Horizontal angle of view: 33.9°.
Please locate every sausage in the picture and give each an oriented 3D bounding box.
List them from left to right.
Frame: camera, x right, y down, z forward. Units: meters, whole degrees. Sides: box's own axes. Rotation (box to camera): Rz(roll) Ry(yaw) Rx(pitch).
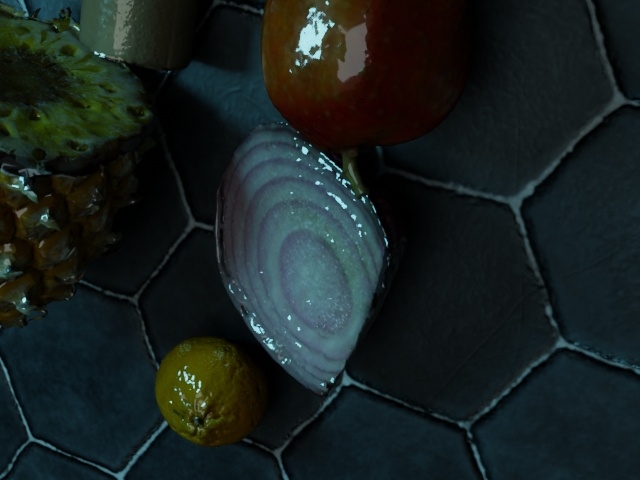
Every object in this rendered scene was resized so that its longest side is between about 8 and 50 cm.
[{"bbox_3d":[-0.175,-0.309,1.076,0.123,0.123,0.252,20,112,20],"label":"sausage"}]

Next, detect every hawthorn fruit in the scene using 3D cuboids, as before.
[{"bbox_3d":[0.039,-0.165,0.957,0.205,0.205,0.253,5,82,25],"label":"hawthorn fruit"}]

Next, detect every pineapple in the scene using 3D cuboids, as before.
[{"bbox_3d":[-0.359,-0.077,1.133,0.352,0.352,0.300,42,129,9],"label":"pineapple"}]

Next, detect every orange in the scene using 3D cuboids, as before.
[{"bbox_3d":[-0.126,0.173,1.205,0.136,0.117,0.135,4,101,23],"label":"orange"}]

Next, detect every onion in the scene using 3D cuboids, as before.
[{"bbox_3d":[0.000,0.000,1.104,0.247,0.111,0.250,48,134,28],"label":"onion"}]
